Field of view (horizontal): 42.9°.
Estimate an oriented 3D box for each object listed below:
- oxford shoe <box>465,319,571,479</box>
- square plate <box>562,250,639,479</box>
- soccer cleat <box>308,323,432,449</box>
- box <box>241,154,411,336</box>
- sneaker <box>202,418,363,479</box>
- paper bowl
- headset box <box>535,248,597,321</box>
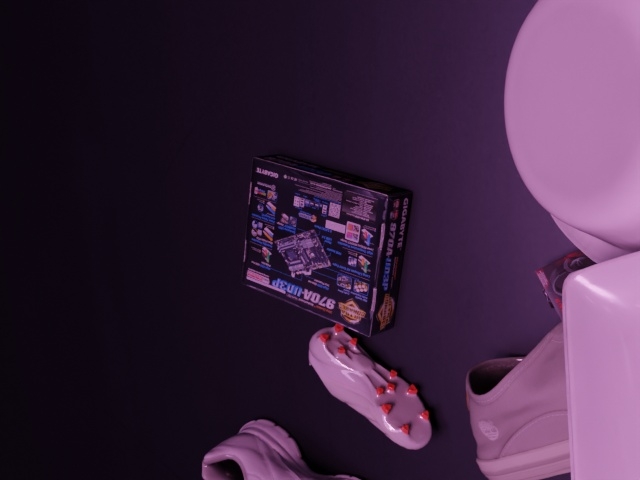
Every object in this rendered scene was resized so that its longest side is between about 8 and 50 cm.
[{"bbox_3d":[0.291,0.102,0.711,0.449,0.169,0.130,-35,75,44],"label":"oxford shoe"},{"bbox_3d":[0.300,0.132,0.445,0.347,0.049,0.344,-23,49,42],"label":"square plate"},{"bbox_3d":[0.059,0.184,0.993,0.196,0.068,0.076,44,138,27],"label":"soccer cleat"},{"bbox_3d":[0.000,0.000,1.009,0.220,0.051,0.175,18,110,37],"label":"box"},{"bbox_3d":[-0.033,0.346,1.056,0.297,0.129,0.111,22,110,34],"label":"sneaker"},{"bbox_3d":[0.255,-0.111,0.637,0.284,0.148,0.284,174,90,-66],"label":"paper bowl"},{"bbox_3d":[0.260,0.042,0.808,0.083,0.032,0.062,-33,77,38],"label":"headset box"}]
